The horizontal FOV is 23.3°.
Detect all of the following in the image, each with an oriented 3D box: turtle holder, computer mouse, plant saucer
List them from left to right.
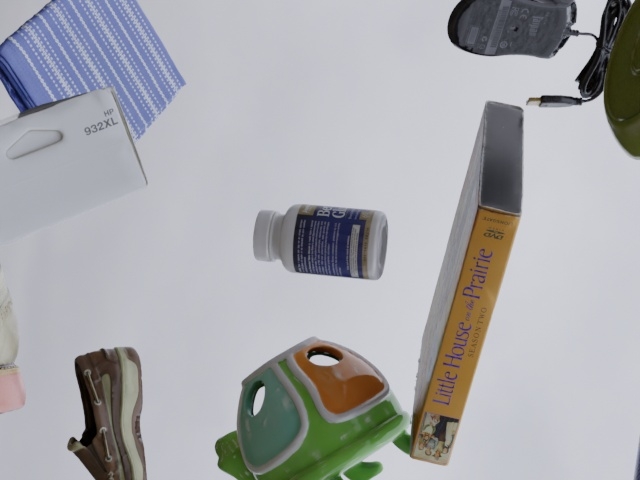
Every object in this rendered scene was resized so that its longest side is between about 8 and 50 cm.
[{"bbox_3d":[-0.014,0.281,2.330,0.227,0.243,0.320,57,-20,7],"label":"turtle holder"},{"bbox_3d":[0.283,-0.267,2.118,0.060,0.262,0.184,-110,-156,-50],"label":"computer mouse"},{"bbox_3d":[0.368,-0.207,1.688,0.241,0.037,0.241,-161,-90,-76],"label":"plant saucer"}]

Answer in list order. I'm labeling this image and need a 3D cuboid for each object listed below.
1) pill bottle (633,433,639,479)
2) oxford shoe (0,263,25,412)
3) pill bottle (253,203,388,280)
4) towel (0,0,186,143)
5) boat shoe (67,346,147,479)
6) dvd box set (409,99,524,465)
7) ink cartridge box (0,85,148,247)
[{"bbox_3d":[0.390,0.279,1.574,0.152,0.152,0.272,121,-8,-46],"label":"pill bottle"},{"bbox_3d":[-0.339,0.062,1.145,0.397,0.140,0.146,24,65,-79],"label":"oxford shoe"},{"bbox_3d":[0.000,0.000,2.069,0.094,0.169,0.094,5,90,-79],"label":"pill bottle"},{"bbox_3d":[-0.333,-0.242,2.258,0.040,0.243,0.336,-16,-155,33],"label":"towel"},{"bbox_3d":[-0.283,0.268,2.014,0.095,0.095,0.257,163,-76,-67],"label":"boat shoe"},{"bbox_3d":[0.203,0.057,2.159,0.307,0.062,0.420,-77,179,-57],"label":"dvd box set"},{"bbox_3d":[-0.362,-0.078,1.841,0.307,0.223,0.129,2,-66,67],"label":"ink cartridge box"}]
